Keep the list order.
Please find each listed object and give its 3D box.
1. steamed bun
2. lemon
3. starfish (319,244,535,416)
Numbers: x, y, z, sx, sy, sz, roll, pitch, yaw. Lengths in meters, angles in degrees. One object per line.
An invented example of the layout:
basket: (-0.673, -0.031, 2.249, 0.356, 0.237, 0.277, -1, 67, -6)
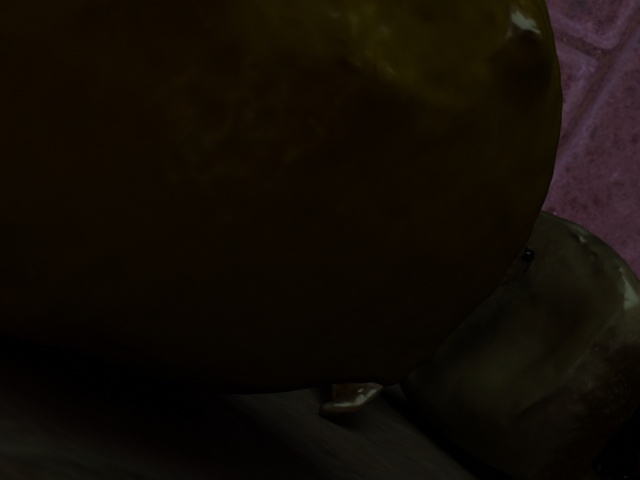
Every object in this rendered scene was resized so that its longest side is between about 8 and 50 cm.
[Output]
steamed bun: (0.146, 0.087, 0.860, 0.155, 0.141, 0.172, 44, 0, -26)
lemon: (-0.038, -0.058, 0.539, 0.288, 0.233, 0.233, 31, 3, -37)
starfish: (-0.001, 0.005, 0.830, 0.231, 0.048, 0.295, 14, 34, 9)
